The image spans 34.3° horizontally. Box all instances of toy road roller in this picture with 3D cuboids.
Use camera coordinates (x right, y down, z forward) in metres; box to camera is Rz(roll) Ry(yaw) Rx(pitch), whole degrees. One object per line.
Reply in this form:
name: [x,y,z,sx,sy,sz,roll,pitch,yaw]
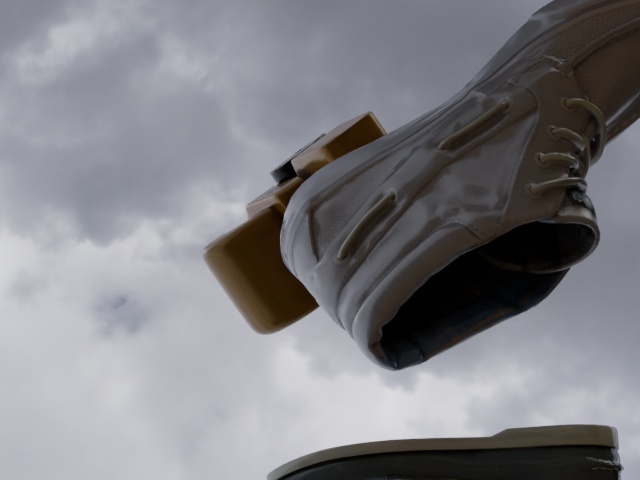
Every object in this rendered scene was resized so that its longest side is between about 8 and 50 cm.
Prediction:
toy road roller: [0.000,0.000,1.280,0.241,0.329,0.202,-38,-82,-17]

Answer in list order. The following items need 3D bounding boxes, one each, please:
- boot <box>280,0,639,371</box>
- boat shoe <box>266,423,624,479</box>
boot: [0.110,-0.032,0.515,0.258,0.123,0.095,-35,-52,-2]
boat shoe: [0.105,0.226,0.913,0.320,0.116,0.099,-9,-109,14]
